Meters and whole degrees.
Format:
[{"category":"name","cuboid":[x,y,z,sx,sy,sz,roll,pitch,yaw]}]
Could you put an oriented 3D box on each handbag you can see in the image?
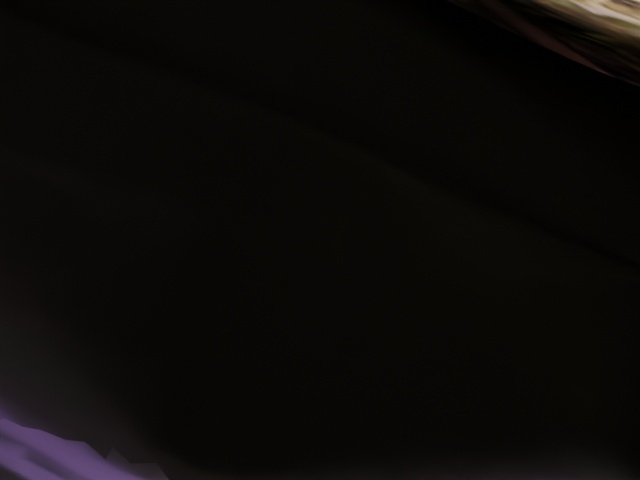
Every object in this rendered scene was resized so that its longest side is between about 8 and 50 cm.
[{"category":"handbag","cuboid":[-0.087,0.023,0.500,0.342,0.152,0.288,24,147,-3]}]
